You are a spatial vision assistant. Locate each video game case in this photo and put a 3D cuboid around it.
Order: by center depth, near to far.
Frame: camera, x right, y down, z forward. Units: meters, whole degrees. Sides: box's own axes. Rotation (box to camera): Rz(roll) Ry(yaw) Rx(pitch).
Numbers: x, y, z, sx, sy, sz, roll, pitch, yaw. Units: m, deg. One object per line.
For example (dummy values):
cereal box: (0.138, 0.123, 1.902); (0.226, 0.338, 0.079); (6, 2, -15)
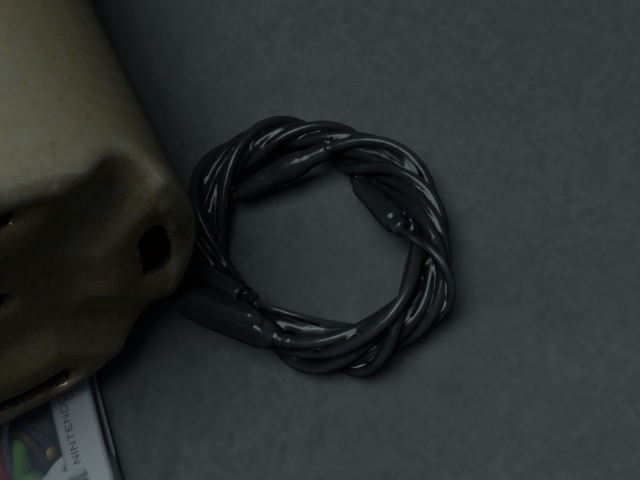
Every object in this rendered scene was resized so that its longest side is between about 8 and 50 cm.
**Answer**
video game case: (-0.221, 0.131, 0.656); (0.190, 0.022, 0.173); (-25, 62, 6)

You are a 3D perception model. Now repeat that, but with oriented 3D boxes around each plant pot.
plant pot: (-0.235, -0.069, 0.587); (0.334, 0.334, 0.305); (-37, 66, 0)

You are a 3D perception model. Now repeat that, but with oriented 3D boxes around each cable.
cable: (0.000, 0.000, 0.635); (0.184, 0.047, 0.150); (17, 68, 26)
